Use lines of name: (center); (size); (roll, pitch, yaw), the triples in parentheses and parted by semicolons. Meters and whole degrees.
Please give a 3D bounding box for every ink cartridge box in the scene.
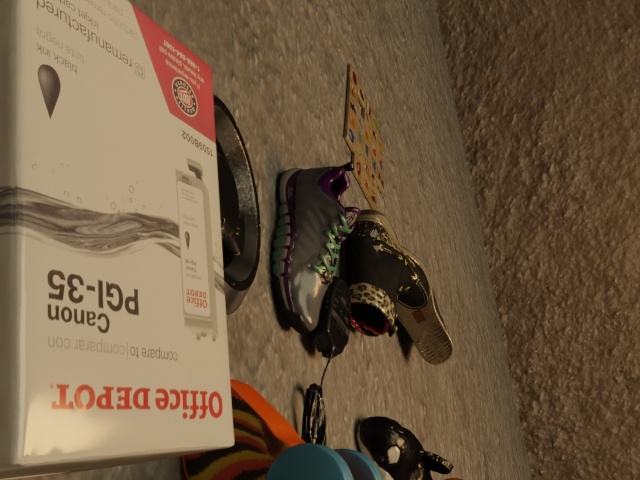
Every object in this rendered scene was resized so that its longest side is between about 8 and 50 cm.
ink cartridge box: (-0.154, -0.005, 0.457); (0.207, 0.117, 0.282); (29, 52, -65)

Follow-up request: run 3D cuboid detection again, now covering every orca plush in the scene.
orca plush: (0.147, 0.361, 1.106); (0.151, 0.102, 0.287); (-62, 137, -61)

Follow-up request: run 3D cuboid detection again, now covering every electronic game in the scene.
electronic game: (-0.107, -0.042, 0.714); (0.229, 0.048, 0.229); (-8, 90, -78)

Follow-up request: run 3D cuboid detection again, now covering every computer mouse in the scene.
computer mouse: (-0.002, 0.150, 0.929); (0.071, 0.041, 0.242); (60, 33, -45)

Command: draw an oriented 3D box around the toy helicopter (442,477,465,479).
toy helicopter: (0.034, 0.331, 0.681); (0.355, 0.235, 0.140); (-51, 163, -68)

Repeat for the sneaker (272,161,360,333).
sneaker: (0.000, 0.000, 0.913); (0.083, 0.098, 0.223); (46, 37, -57)

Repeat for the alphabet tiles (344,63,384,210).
alphabet tiles: (0.084, -0.178, 1.388); (0.198, 0.009, 0.237); (58, 28, -45)

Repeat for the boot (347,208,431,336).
boot: (0.103, 0.086, 1.177); (0.236, 0.085, 0.178); (52, 34, -40)

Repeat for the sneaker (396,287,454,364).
sneaker: (0.169, 0.115, 1.382); (0.118, 0.083, 0.222); (-100, 167, -80)

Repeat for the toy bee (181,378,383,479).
toy bee: (-0.014, 0.237, 0.580); (0.195, 0.298, 0.162); (34, 82, -40)
